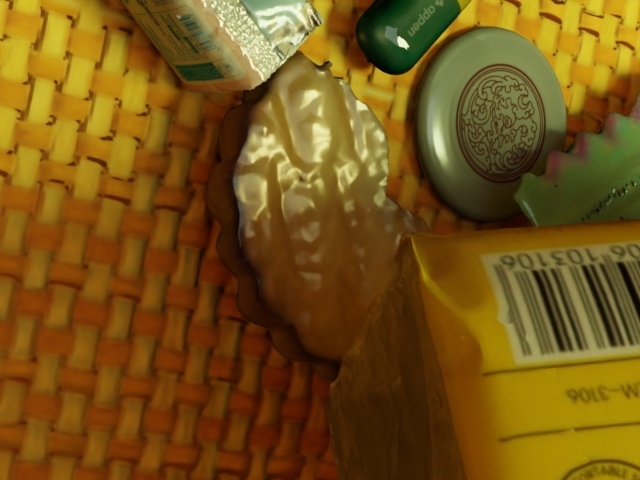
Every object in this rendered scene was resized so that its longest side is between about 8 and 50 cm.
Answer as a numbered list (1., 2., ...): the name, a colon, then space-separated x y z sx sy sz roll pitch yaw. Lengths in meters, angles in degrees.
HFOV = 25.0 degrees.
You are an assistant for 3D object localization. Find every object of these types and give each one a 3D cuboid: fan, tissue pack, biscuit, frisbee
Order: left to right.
1. tissue pack: -0.055 -0.119 0.670 0.059 0.074 0.094 -50 120 -24
2. biscuit: 0.000 0.000 0.722 0.118 0.061 0.183 -43 112 -22
3. fan: 0.071 -0.150 0.771 0.155 0.039 0.082 -49 117 -20
4. frisbee: 0.098 -0.065 0.809 0.110 0.014 0.110 -2 94 -33
5. tissue pack: 0.218 0.143 0.607 0.382 0.228 0.293 -4 59 -11

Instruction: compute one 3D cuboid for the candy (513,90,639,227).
1. candy: 0.299 0.074 0.850 0.263 0.172 0.398 -36 97 -43
